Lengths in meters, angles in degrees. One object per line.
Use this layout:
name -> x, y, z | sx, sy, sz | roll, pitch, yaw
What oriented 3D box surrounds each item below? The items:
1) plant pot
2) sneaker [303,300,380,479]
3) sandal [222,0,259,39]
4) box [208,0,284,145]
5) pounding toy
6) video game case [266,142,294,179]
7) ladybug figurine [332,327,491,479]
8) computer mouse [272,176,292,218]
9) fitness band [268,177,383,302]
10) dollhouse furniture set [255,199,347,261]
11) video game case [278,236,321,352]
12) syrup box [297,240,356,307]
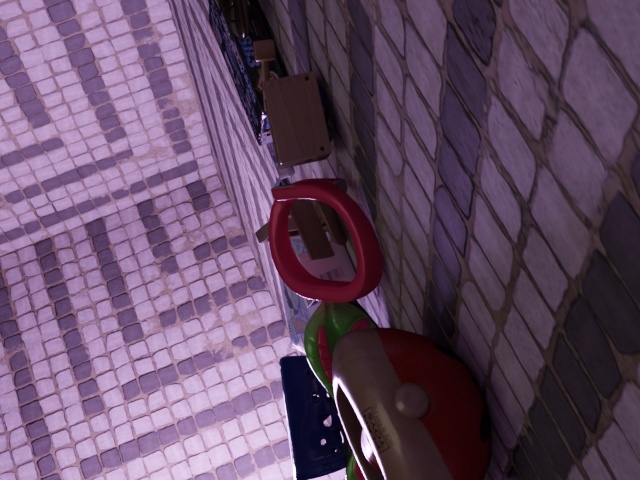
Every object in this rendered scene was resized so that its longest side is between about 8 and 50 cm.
plant pot -> 0.033, 0.365, 2.022 | 0.236, 0.212, 0.236 | 89, 173, -69
sneaker -> 0.102, 0.308, 1.799 | 0.202, 0.185, 0.483 | -84, -19, -69
sandal -> -0.130, -0.447, 1.644 | 0.090, 0.060, 0.219 | -130, 34, -49
box -> -0.139, -0.355, 1.869 | 0.293, 0.073, 0.296 | 128, 120, -80
pounding toy -> -0.043, -0.225, 1.532 | 0.181, 0.094, 0.206 | -176, 74, -87
video game case -> -0.101, -0.211, 2.195 | 0.157, 0.019, 0.143 | -175, 63, -80
ladybug figurine -> 0.131, 0.259, 1.352 | 0.449, 0.161, 0.305 | 94, 153, -73
computer mouse -> -0.079, -0.061, 2.361 | 0.106, 0.042, 0.193 | 111, 136, -80
fitness band -> 0.000, 0.000, 1.630 | 0.290, 0.054, 0.209 | 3, 110, 55
dollhouse furniture set -> -0.030, 0.001, 1.825 | 0.151, 0.144, 0.123 | -37, 72, 44
video game case -> -0.034, 0.126, 2.243 | 0.329, 0.036, 0.300 | -172, 71, -72
syrup box -> 0.005, 0.070, 1.952 | 0.237, 0.093, 0.096 | 116, 132, -79
